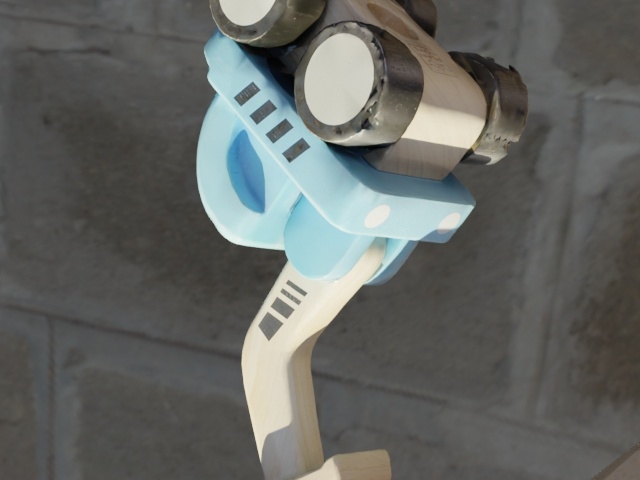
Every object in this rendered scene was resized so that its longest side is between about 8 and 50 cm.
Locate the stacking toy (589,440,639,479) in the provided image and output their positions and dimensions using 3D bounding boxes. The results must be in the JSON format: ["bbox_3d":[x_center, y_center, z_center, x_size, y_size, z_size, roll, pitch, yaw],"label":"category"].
[{"bbox_3d":[0.224,0.255,0.232,0.351,0.350,0.480,-38,103,24],"label":"stacking toy"}]

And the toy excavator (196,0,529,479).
[{"bbox_3d":[0.000,0.000,1.269,0.433,0.222,0.445,51,119,30],"label":"toy excavator"}]
